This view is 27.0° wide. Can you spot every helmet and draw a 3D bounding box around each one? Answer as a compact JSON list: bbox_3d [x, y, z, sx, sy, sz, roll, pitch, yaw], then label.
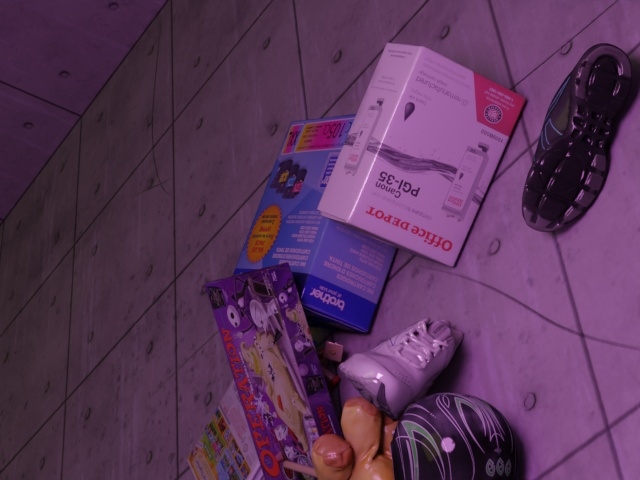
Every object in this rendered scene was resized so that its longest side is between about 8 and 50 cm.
[{"bbox_3d":[0.172,0.276,1.723,0.169,0.169,0.161,-28,62,50],"label":"helmet"}]

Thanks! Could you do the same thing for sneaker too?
[{"bbox_3d":[0.348,-0.136,1.820,0.106,0.101,0.267,-124,58,-83],"label":"sneaker"},{"bbox_3d":[0.116,0.161,1.832,0.129,0.111,0.297,-48,-8,13],"label":"sneaker"}]

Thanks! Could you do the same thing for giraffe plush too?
[{"bbox_3d":[0.092,0.341,1.832,0.170,0.181,0.210,23,87,46],"label":"giraffe plush"}]

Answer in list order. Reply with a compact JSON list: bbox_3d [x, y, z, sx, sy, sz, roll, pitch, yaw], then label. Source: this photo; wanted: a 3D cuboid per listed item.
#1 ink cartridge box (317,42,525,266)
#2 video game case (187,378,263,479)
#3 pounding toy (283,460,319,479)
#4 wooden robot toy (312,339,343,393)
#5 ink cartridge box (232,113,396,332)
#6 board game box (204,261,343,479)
[{"bbox_3d":[0.152,-0.127,2.001,0.117,0.207,0.283,24,92,63],"label":"ink cartridge box"},{"bbox_3d":[-0.153,0.370,2.355,0.206,0.026,0.227,-60,30,13],"label":"video game case"},{"bbox_3d":[-0.007,0.416,1.996,0.206,0.094,0.181,-49,34,29],"label":"pounding toy"},{"bbox_3d":[-0.006,0.218,2.197,0.173,0.076,0.079,-53,-4,24],"label":"wooden robot toy"},{"bbox_3d":[0.000,0.000,2.222,0.270,0.151,0.395,1,70,60],"label":"ink cartridge box"},{"bbox_3d":[-0.068,0.215,2.101,0.208,0.056,0.346,-15,93,60],"label":"board game box"}]
